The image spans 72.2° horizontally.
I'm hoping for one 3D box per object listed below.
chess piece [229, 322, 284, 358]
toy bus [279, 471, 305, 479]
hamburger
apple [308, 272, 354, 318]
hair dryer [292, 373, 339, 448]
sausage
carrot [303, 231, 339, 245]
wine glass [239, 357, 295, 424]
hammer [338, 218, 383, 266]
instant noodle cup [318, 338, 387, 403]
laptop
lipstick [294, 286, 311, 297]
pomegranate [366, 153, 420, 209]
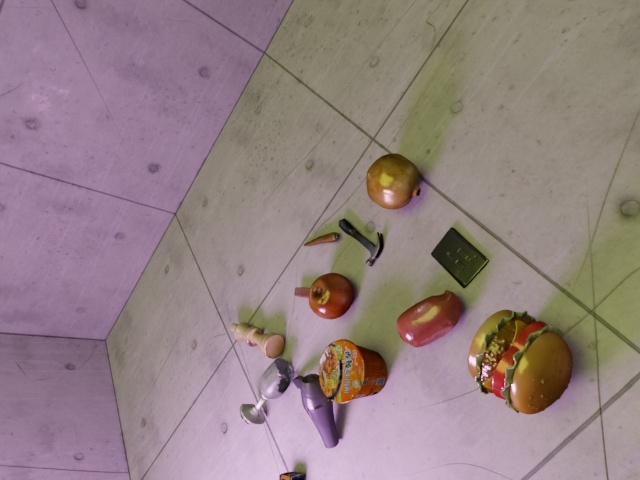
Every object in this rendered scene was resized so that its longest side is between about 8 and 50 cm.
[{"bbox_3d":[-0.343,0.490,2.230,0.396,0.117,0.117,6,81,49],"label":"chess piece"},{"bbox_3d":[-0.125,1.061,1.825,0.103,0.091,0.182,-7,73,44],"label":"toy bus"},{"bbox_3d":[0.567,0.343,1.215,0.212,0.274,0.275,32,100,53],"label":"hamburger"},{"bbox_3d":[0.039,0.236,1.875,0.201,0.162,0.202,-17,66,44],"label":"apple"},{"bbox_3d":[-0.040,0.661,1.842,0.361,0.121,0.302,16,125,68],"label":"hair dryer"},{"bbox_3d":[0.374,0.278,1.532,0.254,0.148,0.148,-38,52,30],"label":"sausage"},{"bbox_3d":[0.000,0.000,2.086,0.254,0.049,0.049,-15,66,47],"label":"carrot"},{"bbox_3d":[-0.244,0.698,2.031,0.321,0.143,0.143,-58,44,15],"label":"wine glass"},{"bbox_3d":[0.169,-0.021,1.917,0.290,0.037,0.137,45,110,44],"label":"hammer"},{"bbox_3d":[0.133,0.499,1.675,0.230,0.182,0.231,-17,65,42],"label":"instant noodle cup"},{"bbox_3d":[0.492,0.060,1.573,0.135,0.016,0.197,-55,45,19],"label":"laptop"},{"bbox_3d":[-0.058,0.245,2.060,0.145,0.045,0.045,-2,74,44],"label":"lipstick"},{"bbox_3d":[0.283,-0.234,1.744,0.233,0.233,0.234,-17,65,42],"label":"pomegranate"}]
